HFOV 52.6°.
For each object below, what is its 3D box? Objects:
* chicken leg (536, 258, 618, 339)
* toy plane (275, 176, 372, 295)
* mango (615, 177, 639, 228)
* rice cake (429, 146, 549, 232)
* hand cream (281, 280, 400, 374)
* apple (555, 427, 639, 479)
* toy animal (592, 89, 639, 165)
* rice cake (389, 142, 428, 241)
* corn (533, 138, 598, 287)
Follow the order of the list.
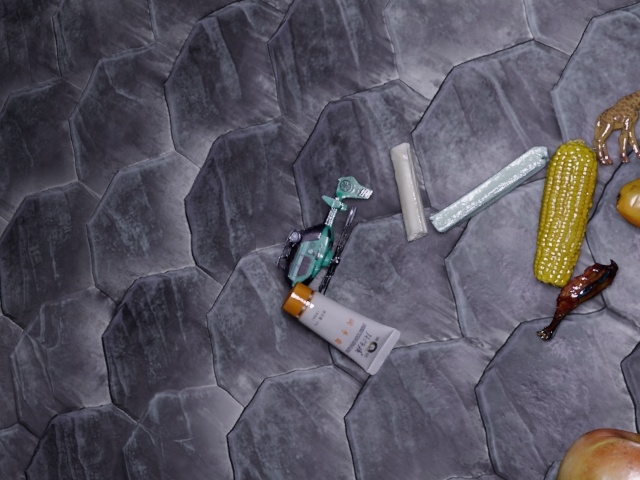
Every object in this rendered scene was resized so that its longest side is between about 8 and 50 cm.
[{"bbox_3d":[0.610,0.141,1.554,0.253,0.106,0.051,-48,47,14],"label":"chicken leg"},{"bbox_3d":[0.000,0.000,1.753,0.155,0.106,0.382,24,92,11],"label":"toy plane"},{"bbox_3d":[0.818,-0.096,1.499,0.253,0.113,0.139,-14,78,9],"label":"mango"},{"bbox_3d":[0.431,-0.128,1.643,0.336,0.066,0.063,-33,77,11],"label":"rice cake"},{"bbox_3d":[0.046,0.228,1.710,0.314,0.089,0.140,29,96,-7],"label":"hand cream"},{"bbox_3d":[0.670,0.574,1.379,0.338,0.338,0.305,13,86,18],"label":"apple"},{"bbox_3d":[0.755,-0.300,1.564,0.149,0.054,0.276,24,92,15],"label":"toy animal"},{"bbox_3d":[0.234,-0.127,1.710,0.057,0.052,0.256,-13,82,19],"label":"rice cake"},{"bbox_3d":[0.591,-0.066,1.565,0.120,0.120,0.364,9,92,17],"label":"corn"}]
